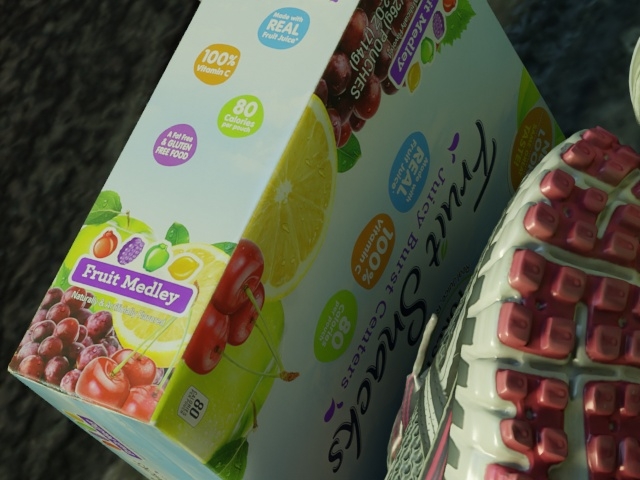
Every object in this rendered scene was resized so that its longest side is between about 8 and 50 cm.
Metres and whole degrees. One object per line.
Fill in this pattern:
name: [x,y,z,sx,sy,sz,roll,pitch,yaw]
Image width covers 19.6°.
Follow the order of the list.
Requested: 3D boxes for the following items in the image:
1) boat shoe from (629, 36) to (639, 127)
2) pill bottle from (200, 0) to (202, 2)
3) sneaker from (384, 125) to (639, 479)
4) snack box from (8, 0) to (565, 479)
boat shoe: [0.186,0.015,0.585,0.094,0.109,0.302,-15,45,-28]
pill bottle: [0.015,-0.173,0.817,0.184,0.103,0.103,-48,50,-4]
sneaker: [0.053,0.091,0.630,0.112,0.121,0.299,-12,47,51]
snack box: [0.000,0.000,0.674,0.070,0.174,0.207,16,70,32]
